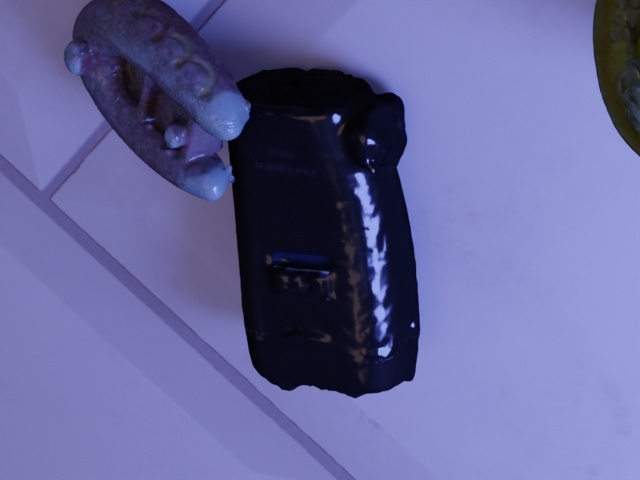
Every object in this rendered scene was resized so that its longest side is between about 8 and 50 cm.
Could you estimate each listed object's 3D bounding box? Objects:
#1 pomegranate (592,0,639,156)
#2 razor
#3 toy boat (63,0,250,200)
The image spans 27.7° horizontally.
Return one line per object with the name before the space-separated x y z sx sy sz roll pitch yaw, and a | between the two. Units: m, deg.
pomegranate | 0.333 -0.184 0.938 0.260 0.260 0.341 7 95 20
razor | 0.001 -0.003 1.271 0.189 0.107 0.327 7 119 22
toy boat | -0.164 -0.138 1.216 0.227 0.085 0.155 48 145 24
